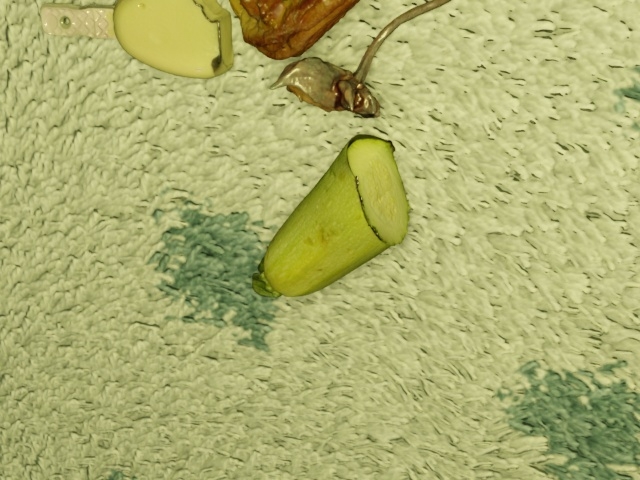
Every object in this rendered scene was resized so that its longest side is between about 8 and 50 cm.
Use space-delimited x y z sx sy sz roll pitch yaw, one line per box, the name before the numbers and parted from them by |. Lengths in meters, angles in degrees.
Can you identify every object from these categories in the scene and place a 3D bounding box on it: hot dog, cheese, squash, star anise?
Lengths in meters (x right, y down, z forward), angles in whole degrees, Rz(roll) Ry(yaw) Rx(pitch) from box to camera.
hot dog | -0.013 -0.321 1.326 0.272 0.122 0.196 -38 71 30
cheese | -0.229 -0.268 1.473 0.256 0.050 0.127 7 116 16
squash | 0.005 0.012 1.483 0.137 0.137 0.287 40 124 -2
star anise | 0.062 -0.239 1.365 0.218 0.148 0.227 29 95 41
